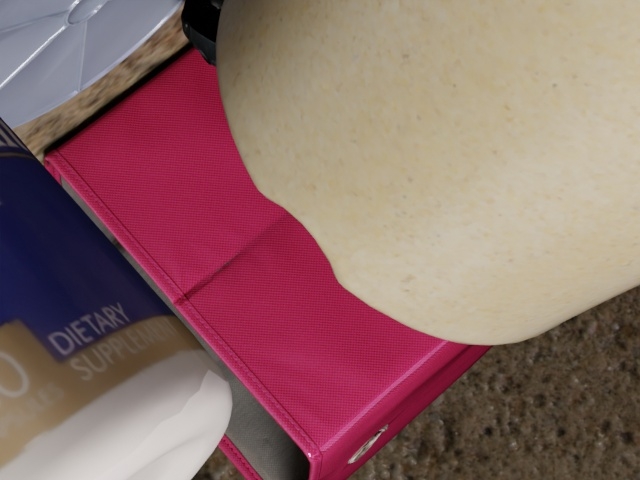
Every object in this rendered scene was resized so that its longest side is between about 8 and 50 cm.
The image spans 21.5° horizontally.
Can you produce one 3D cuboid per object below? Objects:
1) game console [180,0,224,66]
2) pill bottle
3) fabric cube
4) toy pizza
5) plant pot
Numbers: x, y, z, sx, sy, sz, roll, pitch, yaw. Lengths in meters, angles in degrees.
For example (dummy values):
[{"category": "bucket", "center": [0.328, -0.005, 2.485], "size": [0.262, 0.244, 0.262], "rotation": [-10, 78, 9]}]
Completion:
[{"category": "game console", "center": [0.080, -0.150, 0.964], "size": [0.361, 0.213, 0.044], "rotation": [-31, 136, -45]}, {"category": "pill bottle", "center": [-0.164, 0.000, 0.498], "size": [0.153, 0.265, 0.153], "rotation": [-42, 170, -9]}, {"category": "fabric cube", "center": [0.000, 0.000, 1.138], "size": [0.258, 0.259, 0.254], "rotation": [-39, 169, -16]}, {"category": "toy pizza", "center": [-0.120, -0.123, 0.808], "size": [0.201, 0.032, 0.201], "rotation": [-39, 170, -8]}, {"category": "plant pot", "center": [0.125, -0.118, 0.697], "size": [0.305, 0.334, 0.334], "rotation": [-40, 174, 40]}]
